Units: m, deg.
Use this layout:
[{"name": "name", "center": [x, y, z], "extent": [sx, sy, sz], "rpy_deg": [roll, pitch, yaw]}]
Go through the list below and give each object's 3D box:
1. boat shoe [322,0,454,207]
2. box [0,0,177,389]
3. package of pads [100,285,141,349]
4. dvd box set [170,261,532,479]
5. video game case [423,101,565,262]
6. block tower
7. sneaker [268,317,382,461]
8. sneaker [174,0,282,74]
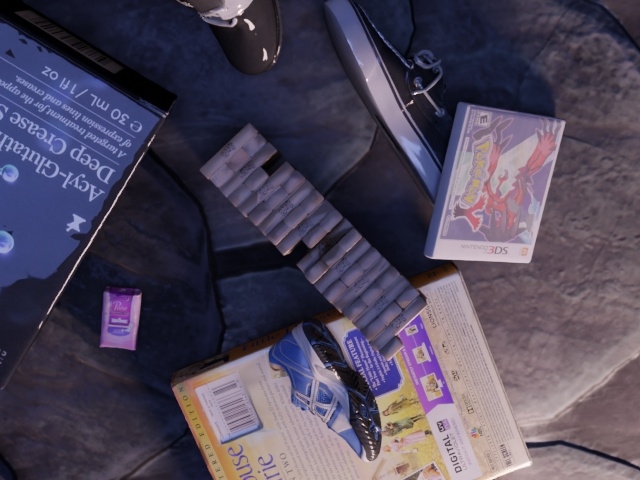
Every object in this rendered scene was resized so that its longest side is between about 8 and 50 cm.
[{"name": "boat shoe", "center": [0.114, -0.190, 1.348], "extent": [0.105, 0.113, 0.306], "rpy_deg": [-34, 105, -2]}, {"name": "box", "center": [-0.403, -0.077, 1.296], "extent": [0.293, 0.212, 0.395], "rpy_deg": [30, 100, -10]}, {"name": "package of pads", "center": [-0.271, 0.106, 1.435], "extent": [0.050, 0.032, 0.083], "rpy_deg": [6, 102, -7]}, {"name": "dvd box set", "center": [0.046, 0.246, 1.465], "extent": [0.420, 0.062, 0.307], "rpy_deg": [-23, 102, 2]}, {"name": "video game case", "center": [0.228, -0.070, 1.377], "extent": [0.183, 0.023, 0.201], "rpy_deg": [3, 104, -36]}, {"name": "block tower", "center": [0.000, 0.000, 1.360], "extent": [0.097, 0.091, 0.335], "rpy_deg": [-43, 88, 3]}, {"name": "sneaker", "center": [0.011, 0.202, 1.391], "extent": [0.081, 0.080, 0.211], "rpy_deg": [-27, 99, 21]}, {"name": "sneaker", "center": [-0.152, -0.324, 1.250], "extent": [0.122, 0.146, 0.330], "rpy_deg": [10, 134, 37]}]
